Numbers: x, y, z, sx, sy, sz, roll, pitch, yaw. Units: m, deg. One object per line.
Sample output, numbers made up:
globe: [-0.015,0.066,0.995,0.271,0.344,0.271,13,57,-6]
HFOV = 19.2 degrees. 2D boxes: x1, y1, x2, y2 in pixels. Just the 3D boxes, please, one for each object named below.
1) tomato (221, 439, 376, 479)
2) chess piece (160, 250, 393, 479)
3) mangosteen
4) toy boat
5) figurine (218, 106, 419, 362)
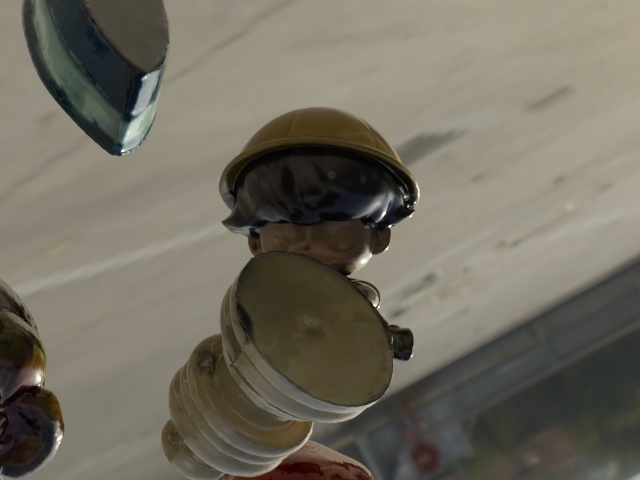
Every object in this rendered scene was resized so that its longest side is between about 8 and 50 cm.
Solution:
tomato: [-0.019,0.268,1.846,0.151,0.187,0.187,-35,171,27]
chess piece: [-0.058,0.136,1.604,0.138,0.124,0.307,18,147,-14]
mangosteen: [-0.295,0.109,1.434,0.210,0.210,0.210,-28,173,-4]
toy boat: [-0.155,-0.149,1.352,0.096,0.299,0.062,20,114,-24]
figurine: [0.000,0.000,1.817,0.192,0.257,0.167,-2,-179,-4]
